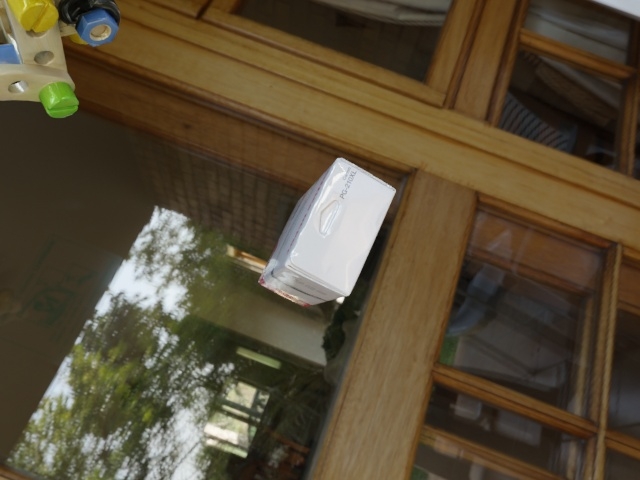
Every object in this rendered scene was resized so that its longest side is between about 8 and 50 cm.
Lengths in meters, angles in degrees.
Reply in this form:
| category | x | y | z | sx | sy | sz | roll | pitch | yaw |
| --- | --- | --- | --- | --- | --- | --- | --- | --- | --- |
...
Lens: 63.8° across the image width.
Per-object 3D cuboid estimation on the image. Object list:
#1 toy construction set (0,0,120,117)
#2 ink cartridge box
| category | x | y | z | sx | sy | sz | roll | pitch | yaw |
| --- | --- | --- | --- | --- | --- | --- | --- | --- | --- |
| toy construction set | -0.254 | -0.181 | 0.360 | 0.214 | 0.151 | 0.327 | -26 | 4 | -26 |
| ink cartridge box | 0.000 | 0.000 | 0.787 | 0.172 | 0.100 | 0.237 | -65 | 9 | -16 |
